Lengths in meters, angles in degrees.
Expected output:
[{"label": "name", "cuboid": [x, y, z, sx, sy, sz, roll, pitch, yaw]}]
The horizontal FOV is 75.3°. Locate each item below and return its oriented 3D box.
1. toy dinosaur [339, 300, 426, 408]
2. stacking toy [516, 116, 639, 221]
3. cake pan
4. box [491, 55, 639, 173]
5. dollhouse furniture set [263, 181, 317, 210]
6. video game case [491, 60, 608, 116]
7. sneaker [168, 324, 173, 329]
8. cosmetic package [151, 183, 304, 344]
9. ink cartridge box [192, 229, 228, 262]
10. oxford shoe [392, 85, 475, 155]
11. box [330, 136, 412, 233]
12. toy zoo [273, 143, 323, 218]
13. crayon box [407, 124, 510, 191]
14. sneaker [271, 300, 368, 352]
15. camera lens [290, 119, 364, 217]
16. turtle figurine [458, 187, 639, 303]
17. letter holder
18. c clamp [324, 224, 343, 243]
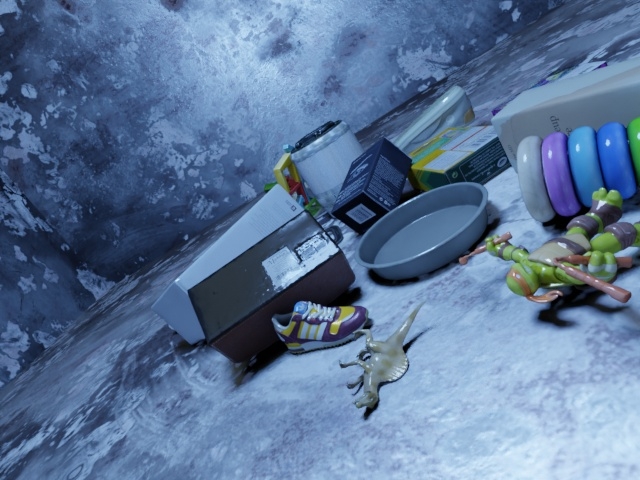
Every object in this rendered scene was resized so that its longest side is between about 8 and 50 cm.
[{"label": "toy dinosaur", "cuboid": [0.089, 0.165, 0.603, 0.093, 0.053, 0.183, 7, 49, 43]}, {"label": "stacking toy", "cuboid": [0.465, -0.118, 0.576, 0.331, 0.141, 0.141, -10, 28, 38]}, {"label": "cake pan", "cuboid": [0.209, -0.018, 0.853, 0.293, 0.054, 0.293, -30, 17, 10]}, {"label": "box", "cuboid": [0.487, -0.219, 0.748, 0.121, 0.147, 0.311, -39, 16, -15]}, {"label": "dollhouse furniture set", "cuboid": [-0.085, -0.150, 1.737, 0.302, 0.151, 0.197, -10, 44, 14]}, {"label": "video game case", "cuboid": [0.648, -0.424, 1.193, 0.232, 0.041, 0.210, -32, 17, 3]}, {"label": "sneaker", "cuboid": [-0.412, 0.231, 1.326, 0.158, 0.061, 0.065, -40, -9, -24]}, {"label": "cosmetic package", "cuboid": [-0.236, 0.057, 1.179, 0.230, 0.161, 0.453, -35, 13, 47]}, {"label": "ink cartridge box", "cuboid": [-0.301, 0.057, 1.406, 0.087, 0.153, 0.208, -19, 21, 43]}, {"label": "oxford shoe", "cuboid": [0.329, -0.325, 1.386, 0.449, 0.130, 0.169, -36, 15, 52]}, {"label": "box", "cuboid": [0.137, -0.145, 1.104, 0.153, 0.108, 0.207, -31, 30, 54]}, {"label": "toy zoo", "cuboid": [-0.076, -0.198, 1.461, 0.030, 0.293, 0.192, -3, 31, 30]}, {"label": "crayon box", "cuboid": [0.349, -0.213, 1.087, 0.203, 0.083, 0.323, -34, 18, -1]}, {"label": "sneaker", "cuboid": [-0.006, 0.144, 0.744, 0.186, 0.083, 0.069, -25, 19, 26]}, {"label": "camera lens", "cuboid": [0.049, -0.242, 1.380, 0.220, 0.274, 0.219, -31, 17, 11]}, {"label": "turtle figurine", "cuboid": [0.316, 0.017, 0.507, 0.218, 0.087, 0.269, -28, 7, -8]}, {"label": "letter holder", "cuboid": [-0.083, 0.121, 0.889, 0.302, 0.214, 0.152, -35, 49, -5]}, {"label": "c clamp", "cuboid": [0.000, 0.000, 1.223, 0.137, 0.022, 0.160, -26, 23, -2]}]
